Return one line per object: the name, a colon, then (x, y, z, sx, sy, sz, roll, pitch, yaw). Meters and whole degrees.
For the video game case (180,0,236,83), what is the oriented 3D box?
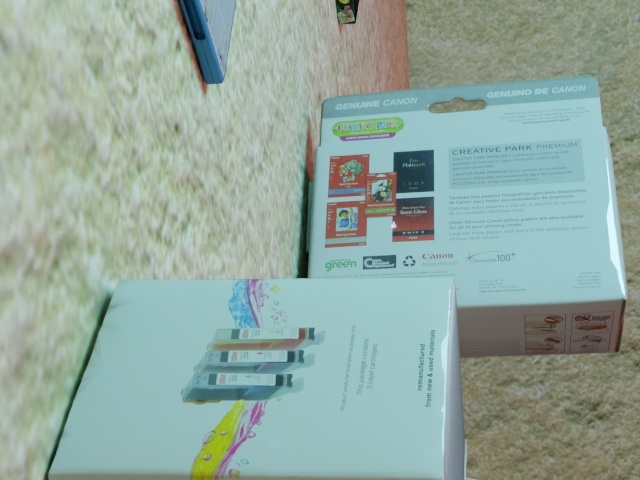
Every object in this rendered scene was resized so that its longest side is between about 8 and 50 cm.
video game case: (-0.082, -0.205, 0.732, 0.166, 0.015, 0.119, 77, 15, -53)

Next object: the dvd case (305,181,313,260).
dvd case: (0.000, 0.000, 1.228, 0.119, 0.013, 0.087, 68, 21, -61)

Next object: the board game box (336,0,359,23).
board game box: (0.042, -0.429, 1.563, 0.260, 0.030, 0.136, -81, 164, -52)

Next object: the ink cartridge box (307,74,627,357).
ink cartridge box: (0.152, -0.022, 1.160, 0.130, 0.309, 0.272, 71, 20, -58)

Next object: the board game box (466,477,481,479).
board game box: (0.182, 0.577, 1.704, 0.319, 0.065, 0.318, 112, -10, -52)

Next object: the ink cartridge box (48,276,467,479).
ink cartridge box: (-0.020, 0.104, 0.538, 0.127, 0.176, 0.128, -79, 164, -48)
